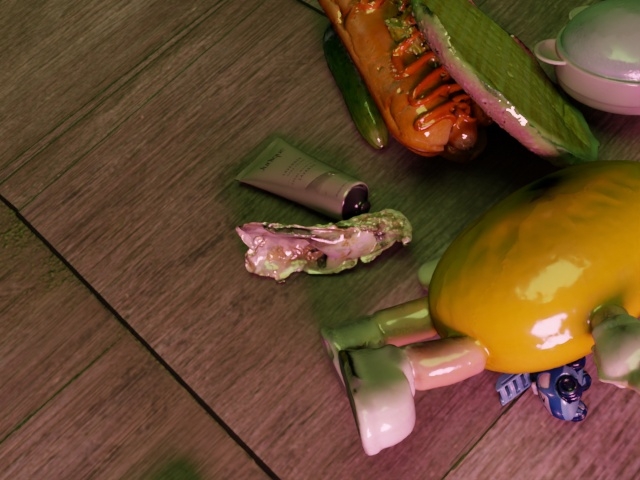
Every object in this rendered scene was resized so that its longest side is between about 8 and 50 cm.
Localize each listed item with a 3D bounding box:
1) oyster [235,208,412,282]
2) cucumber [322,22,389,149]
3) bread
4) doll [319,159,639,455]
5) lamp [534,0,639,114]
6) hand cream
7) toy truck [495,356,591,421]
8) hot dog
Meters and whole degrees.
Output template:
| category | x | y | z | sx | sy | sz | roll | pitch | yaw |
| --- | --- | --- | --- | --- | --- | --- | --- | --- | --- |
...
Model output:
| category | x | y | z | sx | sy | sz | roll | pitch | yaw |
| --- | --- | --- | --- | --- | --- | --- | --- | --- | --- |
| oyster | -0.001 | 0.002 | 1.061 | 0.200 | 0.106 | 0.061 | 8 | 42 | -7 |
| cucumber | 0.043 | -0.222 | 1.203 | 0.056 | 0.056 | 0.250 | -19 | 56 | -2 |
| bread | 0.203 | -0.193 | 1.035 | 0.045 | 0.301 | 0.301 | -44 | 51 | 26 |
| doll | 0.187 | 0.063 | 0.889 | 0.423 | 0.161 | 0.348 | -16 | 28 | 21 |
| lamp | 0.395 | -0.222 | 1.088 | 0.246 | 0.108 | 0.179 | 28 | 54 | 23 |
| hand cream | -0.014 | -0.072 | 1.121 | 0.186 | 0.054 | 0.087 | 27 | 62 | 32 |
| toy truck | 0.228 | 0.146 | 0.928 | 0.090 | 0.056 | 0.073 | -2 | 48 | 27 |
| hot dog | 0.111 | -0.245 | 1.139 | 0.117 | 0.158 | 0.349 | -47 | 49 | 31 |
